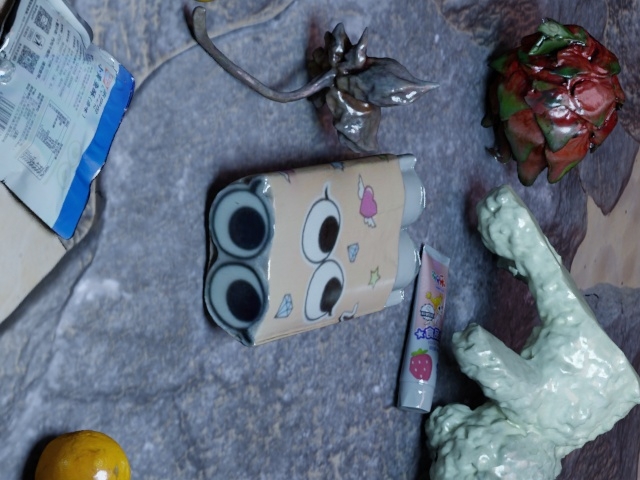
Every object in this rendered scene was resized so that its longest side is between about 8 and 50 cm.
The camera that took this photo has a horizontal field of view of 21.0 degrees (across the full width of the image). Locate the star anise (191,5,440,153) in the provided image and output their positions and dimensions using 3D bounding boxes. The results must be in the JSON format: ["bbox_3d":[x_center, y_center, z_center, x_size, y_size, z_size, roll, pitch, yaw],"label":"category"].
[{"bbox_3d":[-0.015,-0.154,1.698,0.227,0.148,0.218,-29,116,-41],"label":"star anise"}]

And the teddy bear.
[{"bbox_3d":[0.187,0.187,2.087,0.362,0.375,0.327,-35,160,5],"label":"teddy bear"}]

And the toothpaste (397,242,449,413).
[{"bbox_3d":[0.125,0.105,2.041,0.067,0.043,0.194,30,65,-54],"label":"toothpaste"}]

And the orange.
[{"bbox_3d":[-0.206,0.203,1.495,0.083,0.083,0.083,-16,110,-56],"label":"orange"}]

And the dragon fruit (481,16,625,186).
[{"bbox_3d":[0.287,-0.174,2.129,0.182,0.188,0.182,12,67,-29],"label":"dragon fruit"}]

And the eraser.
[{"bbox_3d":[0.000,0.000,1.774,0.290,0.087,0.171,-12,111,-57],"label":"eraser"}]

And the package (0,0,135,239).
[{"bbox_3d":[-0.227,-0.111,1.452,0.173,0.027,0.171,50,52,-50],"label":"package"}]
